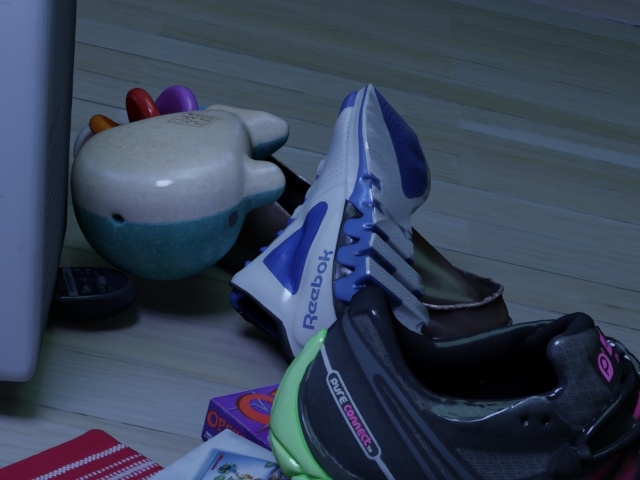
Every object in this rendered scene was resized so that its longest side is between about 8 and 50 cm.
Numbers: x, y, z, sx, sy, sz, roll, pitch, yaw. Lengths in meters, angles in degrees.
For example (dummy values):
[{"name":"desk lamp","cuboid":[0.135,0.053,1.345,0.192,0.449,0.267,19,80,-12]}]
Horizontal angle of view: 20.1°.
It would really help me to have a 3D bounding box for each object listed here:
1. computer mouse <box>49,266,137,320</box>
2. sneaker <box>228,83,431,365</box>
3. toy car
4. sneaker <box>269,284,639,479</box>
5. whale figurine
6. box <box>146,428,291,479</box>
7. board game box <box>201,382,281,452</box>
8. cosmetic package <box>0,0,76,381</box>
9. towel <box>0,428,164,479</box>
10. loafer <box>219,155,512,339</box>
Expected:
[{"name":"computer mouse","cuboid":[-0.293,0.055,1.696,0.242,0.041,0.071,1,25,-13]},{"name":"sneaker","cuboid":[0.000,0.001,1.737,0.127,0.182,0.316,46,34,-38]},{"name":"toy car","cuboid":[-0.178,-0.106,1.993,0.182,0.136,0.159,-2,27,-33]},{"name":"sneaker","cuboid":[0.206,0.167,1.371,0.482,0.202,0.185,17,18,-11]},{"name":"whale figurine","cuboid":[-0.132,-0.052,1.800,0.216,0.141,0.272,10,25,22]},{"name":"box","cuboid":[-0.064,0.227,1.339,0.159,0.044,0.233,26,23,19]},{"name":"board game box","cuboid":[0.091,0.179,1.610,0.346,0.056,0.208,-9,28,-42]},{"name":"cosmetic package","cuboid":[-0.384,-0.129,1.553,0.329,0.394,0.327,5,24,-4]},{"name":"towel","cuboid":[-0.134,0.236,1.368,0.275,0.031,0.199,28,24,26]},{"name":"loafer","cuboid":[0.032,0.006,1.862,0.366,0.130,0.134,22,24,18]}]
